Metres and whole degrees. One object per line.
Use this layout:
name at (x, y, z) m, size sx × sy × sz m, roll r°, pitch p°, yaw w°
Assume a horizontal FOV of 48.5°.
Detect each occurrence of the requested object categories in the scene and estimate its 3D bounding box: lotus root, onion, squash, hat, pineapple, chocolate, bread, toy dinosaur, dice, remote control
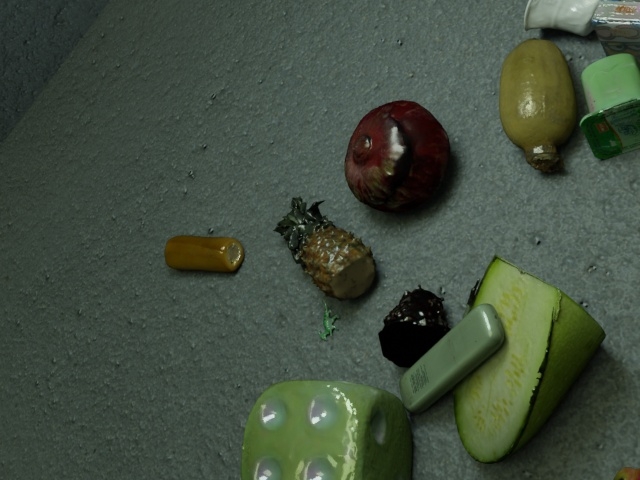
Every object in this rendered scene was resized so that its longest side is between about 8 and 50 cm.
lotus root at (0.435, -0.288, 1.428) m, size 0.146 × 0.130 × 0.304 m, roll -13°, pitch 64°, yaw 31°
onion at (0.156, -0.181, 1.539) m, size 0.246 × 0.190 × 0.247 m, roll -16°, pitch 69°, yaw 47°
squash at (0.316, 0.223, 1.242) m, size 0.309 × 0.210 × 0.233 m, roll -50°, pitch 29°, yaw 0°
hat at (0.523, -0.499, 1.452) m, size 0.126 × 0.203 × 0.203 m, roll 35°, pitch 92°, yaw 24°
pineapple at (0.000, 0.000, 1.604) m, size 0.310 × 0.141 × 0.170 m, roll 44°, pitch 126°, yaw 46°
chocolate at (0.200, 0.160, 1.417) m, size 0.156 × 0.156 × 0.133 m, roll -11°, pitch 38°, yaw 31°
bread at (-0.306, 0.031, 1.839) m, size 0.239 × 0.074 × 0.093 m, roll 1°, pitch 66°, yaw 34°
toy dinosaur at (0.012, 0.181, 1.588) m, size 0.062 × 0.021 × 0.083 m, roll -51°, pitch 51°, yaw 22°
dice at (0.019, 0.403, 1.334) m, size 0.251 × 0.254 × 0.250 m, roll -6°, pitch 67°, yaw 31°
remote control at (0.232, 0.223, 1.311) m, size 0.310 × 0.038 × 0.090 m, roll -56°, pitch 35°, yaw 43°

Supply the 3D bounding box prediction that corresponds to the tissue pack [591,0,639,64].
tissue pack at (0.595, -0.393, 1.349) m, size 0.115 × 0.155 × 0.065 m, roll 17°, pitch 79°, yaw 39°

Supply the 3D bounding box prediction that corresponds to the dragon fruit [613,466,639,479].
dragon fruit at (0.524, 0.416, 1.021) m, size 0.227 × 0.224 × 0.224 m, roll -34°, pitch 55°, yaw 21°

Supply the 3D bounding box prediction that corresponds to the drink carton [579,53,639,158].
drink carton at (0.561, -0.262, 1.333) m, size 0.144 × 0.146 × 0.142 m, roll -17°, pitch 53°, yaw 27°
